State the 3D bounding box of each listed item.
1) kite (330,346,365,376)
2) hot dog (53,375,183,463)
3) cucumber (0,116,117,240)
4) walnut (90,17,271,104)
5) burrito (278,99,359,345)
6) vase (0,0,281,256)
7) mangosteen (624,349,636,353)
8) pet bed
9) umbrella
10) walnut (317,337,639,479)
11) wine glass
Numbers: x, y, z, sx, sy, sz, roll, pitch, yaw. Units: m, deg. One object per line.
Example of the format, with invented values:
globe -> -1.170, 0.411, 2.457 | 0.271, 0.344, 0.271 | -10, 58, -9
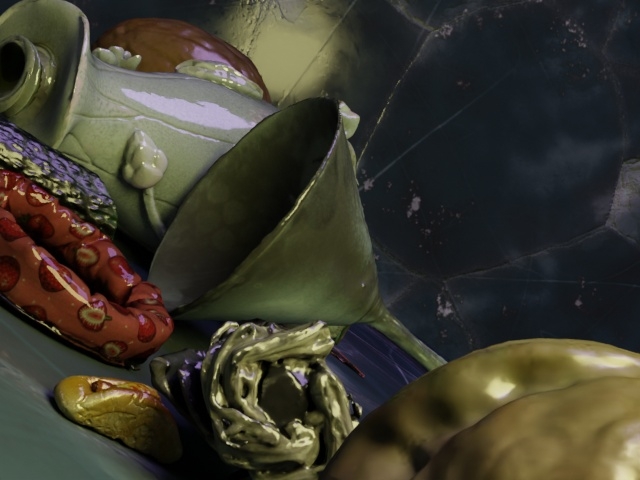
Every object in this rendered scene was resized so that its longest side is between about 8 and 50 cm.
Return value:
kite -> -0.009, 0.139, 1.620 | 0.190, 0.010, 0.159 | 36, 3, 3
hot dog -> -0.112, 0.099, 0.643 | 0.090, 0.034, 0.030 | 36, 3, -35
cucumber -> -0.281, -0.068, 0.967 | 0.241, 0.074, 0.074 | 33, 4, -33
walnut -> -0.235, -0.203, 1.745 | 0.333, 0.333, 0.333 | 37, 2, -2
burrito -> -0.003, 0.000, 1.212 | 0.096, 0.309, 0.066 | 5, 18, 11
vase -> -0.181, -0.097, 1.227 | 0.250, 0.250, 0.445 | 39, 7, 38
mangosteen -> 0.472, 0.353, 1.855 | 0.306, 0.359, 0.306 | 16, -28, 9
pet bed -> -0.192, 0.019, 0.809 | 0.201, 0.053, 0.201 | 41, 6, -5
umbrella -> -0.048, 0.109, 0.764 | 0.113, 0.106, 0.357 | 64, -8, 0
walnut -> 0.110, 0.157, 0.482 | 0.248, 0.248, 0.248 | 37, 2, -2
wine glass -> 0.061, 0.077, 1.085 | 0.406, 0.267, 0.267 | 39, 1, -23
